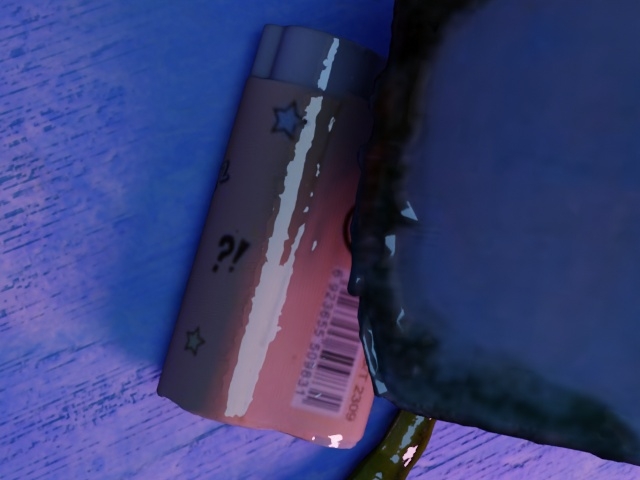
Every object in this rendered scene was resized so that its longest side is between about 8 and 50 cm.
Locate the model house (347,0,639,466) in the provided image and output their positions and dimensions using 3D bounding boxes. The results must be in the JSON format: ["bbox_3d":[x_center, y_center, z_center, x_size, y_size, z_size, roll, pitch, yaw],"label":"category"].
[{"bbox_3d":[0.222,-0.053,0.790,0.297,0.339,0.360,9,96,21],"label":"model house"}]

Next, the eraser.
[{"bbox_3d":[0.000,0.000,0.824,0.171,0.087,0.291,16,90,-22],"label":"eraser"}]

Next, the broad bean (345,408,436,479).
[{"bbox_3d":[0.042,0.184,0.874,0.227,0.039,0.069,-56,134,-7],"label":"broad bean"}]
